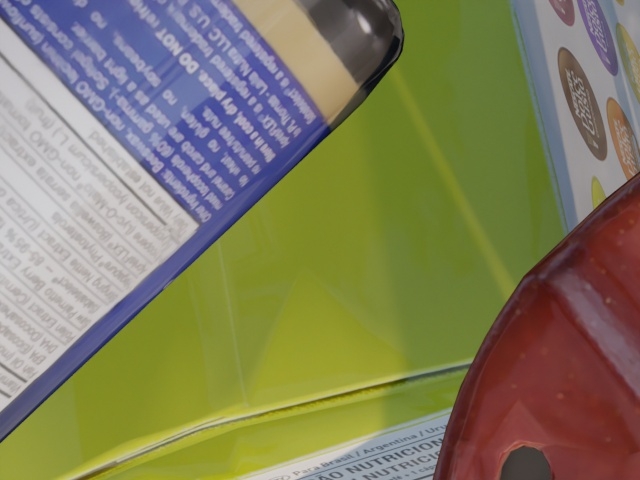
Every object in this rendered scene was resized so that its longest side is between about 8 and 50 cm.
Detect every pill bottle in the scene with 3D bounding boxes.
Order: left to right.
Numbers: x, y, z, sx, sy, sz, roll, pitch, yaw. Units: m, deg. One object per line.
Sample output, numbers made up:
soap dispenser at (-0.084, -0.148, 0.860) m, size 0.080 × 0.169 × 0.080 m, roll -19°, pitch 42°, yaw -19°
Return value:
pill bottle at (-0.098, -0.014, 0.450) m, size 0.219 × 0.123 × 0.123 m, roll -43°, pitch 85°, yaw -1°

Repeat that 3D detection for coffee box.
coffee box at (0.000, 0.000, 0.973) m, size 0.338 × 0.334 × 0.338 m, roll -20°, pitch 64°, yaw 20°

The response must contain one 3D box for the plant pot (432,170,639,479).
plant pot at (0.163, 0.072, 0.476) m, size 0.272 × 0.265 × 0.272 m, roll 0°, pitch 89°, yaw 25°
